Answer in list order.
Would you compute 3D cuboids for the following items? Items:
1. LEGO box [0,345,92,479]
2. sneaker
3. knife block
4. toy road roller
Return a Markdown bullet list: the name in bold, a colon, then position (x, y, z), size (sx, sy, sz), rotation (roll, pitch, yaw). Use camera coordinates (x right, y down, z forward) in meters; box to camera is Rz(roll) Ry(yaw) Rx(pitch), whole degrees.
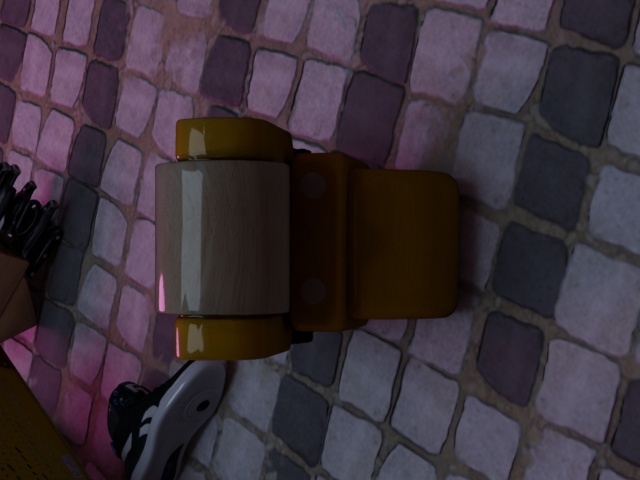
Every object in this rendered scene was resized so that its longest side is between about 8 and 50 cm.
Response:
- **LEGO box**: position (-0.420, 0.415, 1.595), size (0.372, 0.193, 0.500), rotation (-48, 65, 18)
- **sneaker**: position (-0.196, 0.189, 1.624), size (0.121, 0.079, 0.217), rotation (50, 125, 34)
- **knife block**: position (-0.473, 0.031, 1.825), size (0.088, 0.276, 0.242), rotation (37, 145, 42)
- **toy road roller**: position (0.000, 0.000, 1.264), size (0.240, 0.329, 0.202), rotation (-1, 89, 11)
